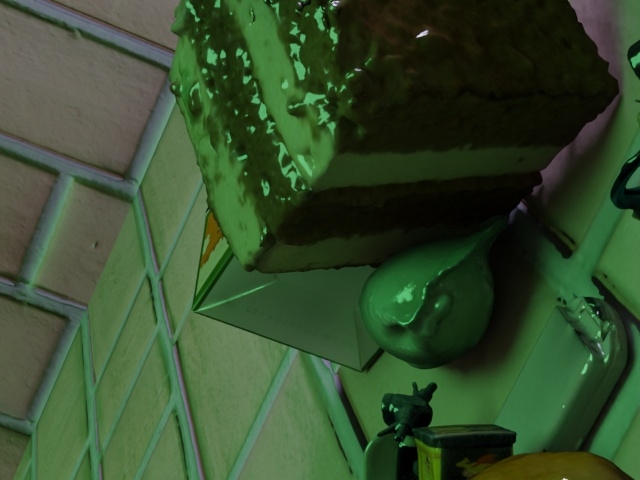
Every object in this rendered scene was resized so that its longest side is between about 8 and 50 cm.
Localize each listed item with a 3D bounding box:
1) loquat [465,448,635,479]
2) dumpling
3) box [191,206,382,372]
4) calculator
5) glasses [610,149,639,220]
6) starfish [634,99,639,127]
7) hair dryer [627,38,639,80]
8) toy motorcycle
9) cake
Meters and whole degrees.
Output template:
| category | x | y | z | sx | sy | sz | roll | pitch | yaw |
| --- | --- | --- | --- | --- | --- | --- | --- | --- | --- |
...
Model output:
| category | x | y | z | sx | sy | sz | roll | pitch | yaw |
| --- | --- | --- | --- | --- | --- | --- | --- | --- | --- |
| loquat | 0.134 | 0.222 | 0.869 | 0.187 | 0.176 | 0.234 | -34 | 38 | 35 |
| dumpling | 0.108 | 0.051 | 1.297 | 0.216 | 0.149 | 0.104 | 101 | 150 | -75 |
| box | 0.000 | 0.000 | 1.493 | 0.177 | 0.195 | 0.148 | -54 | 23 | 43 |
| calculator | 0.168 | 0.121 | 1.105 | 0.175 | 0.032 | 0.100 | -65 | 17 | 16 |
| glasses | 0.260 | -0.031 | 0.880 | 0.239 | 0.102 | 0.207 | -49 | 25 | 47 |
| starfish | 0.282 | -0.149 | 0.989 | 0.209 | 0.053 | 0.150 | -54 | 6 | 43 |
| hair dryer | 0.267 | -0.207 | 0.934 | 0.195 | 0.075 | 0.219 | -32 | 39 | 30 |
| toy motorcycle | 0.084 | 0.196 | 1.136 | 0.263 | 0.091 | 0.157 | -175 | 85 | -80 |
| cake | 0.048 | -0.141 | 1.294 | 0.290 | 0.282 | 0.255 | -52 | 51 | 51 |
